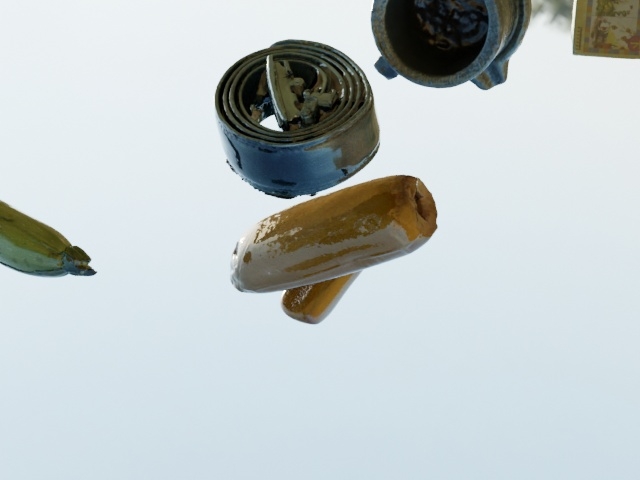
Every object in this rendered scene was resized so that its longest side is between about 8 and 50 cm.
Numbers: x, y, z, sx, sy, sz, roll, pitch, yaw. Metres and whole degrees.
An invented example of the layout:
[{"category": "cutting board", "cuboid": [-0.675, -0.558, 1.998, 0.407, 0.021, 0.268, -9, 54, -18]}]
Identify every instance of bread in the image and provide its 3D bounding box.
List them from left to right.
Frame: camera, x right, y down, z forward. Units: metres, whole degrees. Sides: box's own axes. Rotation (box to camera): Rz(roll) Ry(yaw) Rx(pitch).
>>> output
[{"category": "bread", "cuboid": [0.031, 0.027, 2.106, 0.092, 0.239, 0.074, 36, -179, 40]}]

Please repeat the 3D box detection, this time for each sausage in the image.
[{"category": "sausage", "cuboid": [-0.003, -0.002, 1.983, 0.116, 0.354, 0.134, 42, -140, -44]}]

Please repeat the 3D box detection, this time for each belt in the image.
[{"category": "belt", "cuboid": [-0.037, -0.172, 1.782, 0.206, 0.116, 0.267, -20, -139, -10]}]

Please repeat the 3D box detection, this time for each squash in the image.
[{"category": "squash", "cuboid": [-0.462, -0.004, 2.051, 0.341, 0.094, 0.094, 26, -166, 27]}]

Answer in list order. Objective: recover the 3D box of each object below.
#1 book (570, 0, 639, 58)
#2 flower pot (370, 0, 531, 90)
[{"category": "book", "cuboid": [0.456, -0.341, 1.931, 0.192, 0.168, 0.013, 3, -170, 1]}, {"category": "flower pot", "cuboid": [0.244, -0.402, 2.481, 0.299, 0.299, 0.283, 33, -154, 3]}]
